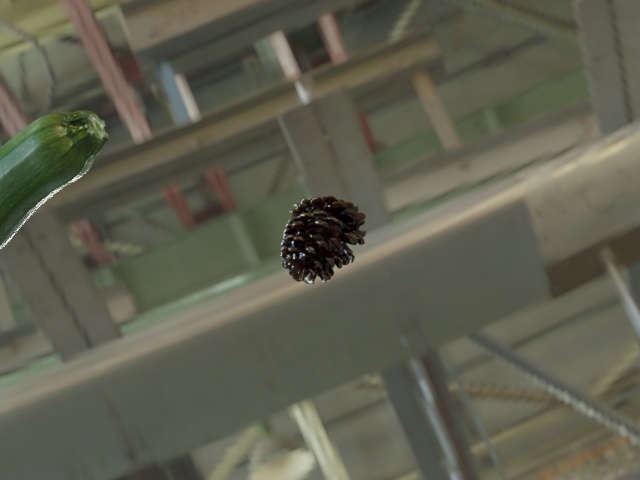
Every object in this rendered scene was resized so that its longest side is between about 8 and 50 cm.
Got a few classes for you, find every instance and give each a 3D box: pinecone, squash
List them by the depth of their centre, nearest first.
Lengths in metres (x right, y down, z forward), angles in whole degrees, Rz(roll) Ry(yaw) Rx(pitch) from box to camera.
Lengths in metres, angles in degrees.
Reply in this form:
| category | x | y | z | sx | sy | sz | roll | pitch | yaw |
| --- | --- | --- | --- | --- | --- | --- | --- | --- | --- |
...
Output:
| category | x | y | z | sx | sy | sz | roll | pitch | yaw |
| --- | --- | --- | --- | --- | --- | --- | --- | --- | --- |
| squash | -0.301 | -0.060 | 1.761 | 0.219 | 0.077 | 0.068 | -37 | -1 | 25 |
| pinecone | -0.003 | -0.002 | 2.034 | 0.109 | 0.102 | 0.102 | -46 | -22 | -25 |
